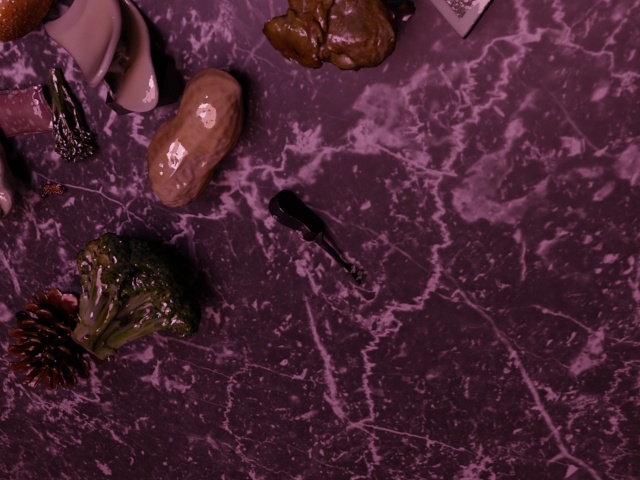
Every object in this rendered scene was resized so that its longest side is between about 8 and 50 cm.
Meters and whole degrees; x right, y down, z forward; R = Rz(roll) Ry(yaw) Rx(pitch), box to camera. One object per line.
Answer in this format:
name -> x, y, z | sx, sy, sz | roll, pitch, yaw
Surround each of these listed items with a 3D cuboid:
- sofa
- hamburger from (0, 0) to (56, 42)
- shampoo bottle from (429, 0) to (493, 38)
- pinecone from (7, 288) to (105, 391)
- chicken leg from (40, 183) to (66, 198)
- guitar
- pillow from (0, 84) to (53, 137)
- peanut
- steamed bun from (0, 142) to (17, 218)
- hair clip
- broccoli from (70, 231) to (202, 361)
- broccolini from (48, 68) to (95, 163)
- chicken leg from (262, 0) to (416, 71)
sofa -> -0.350, -0.307, 1.185 | 0.147, 0.085, 0.060 | -8, 159, 22
hamburger -> -0.575, -0.452, 1.089 | 0.118, 0.191, 0.182 | 38, 117, -9
shampoo bottle -> 0.159, -0.459, 0.913 | 0.284, 0.071, 0.153 | 37, 127, -2
pinecone -> -0.680, 0.265, 1.524 | 0.264, 0.264, 0.264 | 8, 122, 14
chicken leg -> -0.643, -0.121, 1.414 | 0.083, 0.021, 0.036 | -7, 126, 23
guitar -> 0.002, -0.001, 1.244 | 0.271, 0.084, 0.038 | 43, 122, -16
pillow -> -0.660, -0.282, 1.309 | 0.185, 0.043, 0.118 | -3, 122, 21
peanut -> -0.246, -0.199, 1.168 | 0.149, 0.149, 0.313 | 39, 124, -6
steamed bun -> -0.844, -0.142, 1.354 | 0.268, 0.207, 0.280 | -19, 95, -14
hair clip -> -0.401, -0.366, 1.120 | 0.172, 0.113, 0.282 | -44, 61, 25
broccoli -> -0.435, 0.134, 1.347 | 0.321, 0.283, 0.304 | -2, 138, 51
broccolini -> -0.549, -0.260, 1.266 | 0.091, 0.068, 0.202 | -10, 117, 5
chicken leg -> -0.027, -0.413, 0.970 | 0.361, 0.140, 0.211 | 43, 103, 3
